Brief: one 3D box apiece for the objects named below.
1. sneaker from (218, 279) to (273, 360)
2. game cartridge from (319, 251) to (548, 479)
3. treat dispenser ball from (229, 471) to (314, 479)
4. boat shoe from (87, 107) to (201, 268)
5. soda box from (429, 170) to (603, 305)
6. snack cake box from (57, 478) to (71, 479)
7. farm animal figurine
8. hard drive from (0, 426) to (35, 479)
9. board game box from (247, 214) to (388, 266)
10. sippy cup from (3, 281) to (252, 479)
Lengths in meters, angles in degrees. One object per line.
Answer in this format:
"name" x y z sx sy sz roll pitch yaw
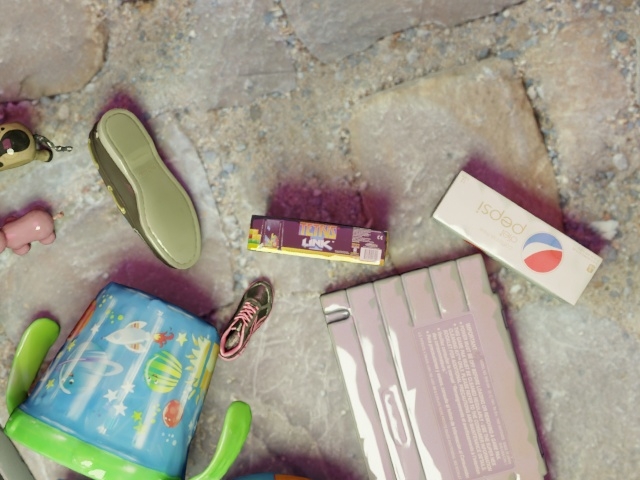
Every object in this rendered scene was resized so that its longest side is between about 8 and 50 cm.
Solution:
"sneaker" -0.100 0.107 1.395 0.047 0.057 0.119 29 88 5
"game cartridge" 0.154 0.212 1.382 0.230 0.068 0.355 -15 88 -2
"treat dispenser ball" -0.058 0.424 1.268 0.288 0.288 0.288 0 88 2
"boat shoe" -0.233 -0.062 1.402 0.081 0.069 0.228 -28 92 -38
"soda box" 0.252 -0.003 1.377 0.216 0.069 0.074 32 90 2
"snack cake box" -0.286 0.452 1.353 0.152 0.089 0.264 14 89 -22
"farm animal figurine" -0.515 -0.014 1.357 0.327 0.172 0.330 14 89 3
"hard drive" -0.462 0.356 1.404 0.172 0.054 0.254 -31 87 1
"board game box" 0.000 0.000 1.351 0.170 0.141 0.048 7 91 2
"sippy cup" -0.239 0.182 1.326 0.305 0.240 0.224 26 79 -6
